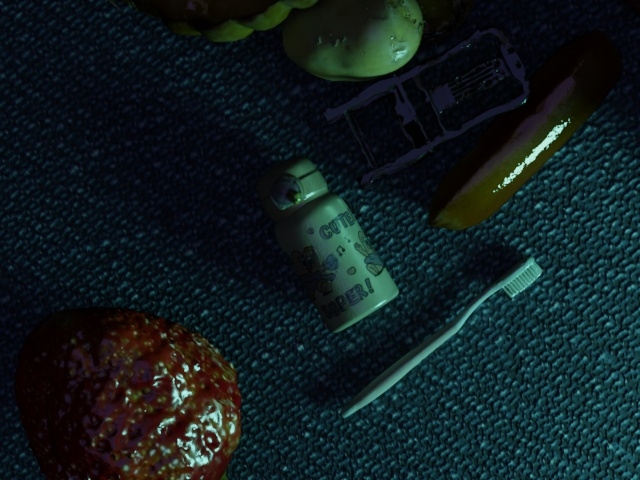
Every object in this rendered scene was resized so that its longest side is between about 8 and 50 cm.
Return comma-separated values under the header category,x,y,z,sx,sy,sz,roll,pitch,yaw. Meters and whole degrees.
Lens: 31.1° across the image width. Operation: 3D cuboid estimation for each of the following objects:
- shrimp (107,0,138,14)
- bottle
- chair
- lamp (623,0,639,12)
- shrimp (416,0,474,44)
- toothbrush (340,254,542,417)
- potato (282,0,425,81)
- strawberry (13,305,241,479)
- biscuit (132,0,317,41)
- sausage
category,x,y,z,sx,sy,sz,roll,pitch,yaw
shrimp,-0.262,-0.357,1.432,0.095,0.045,0.162,-40,82,-12
bottle,0.000,0.000,1.374,0.097,0.110,0.209,-32,89,9
chair,0.126,-0.154,1.346,0.229,0.113,0.106,-26,90,7
lamp,0.389,-0.305,1.305,0.107,0.107,0.092,-33,49,9
shrimp,0.064,-0.337,1.368,0.262,0.066,0.117,37,98,6
toothbrush,0.145,0.124,1.405,0.307,0.025,0.029,-40,96,8
potato,0.037,-0.243,1.341,0.178,0.118,0.109,4,131,34
strawberry,-0.230,0.184,1.337,0.257,0.257,0.277,-22,130,9
biscuit,-0.093,-0.382,1.340,0.326,0.107,0.325,-5,75,19
sausage,0.237,-0.120,1.345,0.083,0.089,0.300,41,98,-4
